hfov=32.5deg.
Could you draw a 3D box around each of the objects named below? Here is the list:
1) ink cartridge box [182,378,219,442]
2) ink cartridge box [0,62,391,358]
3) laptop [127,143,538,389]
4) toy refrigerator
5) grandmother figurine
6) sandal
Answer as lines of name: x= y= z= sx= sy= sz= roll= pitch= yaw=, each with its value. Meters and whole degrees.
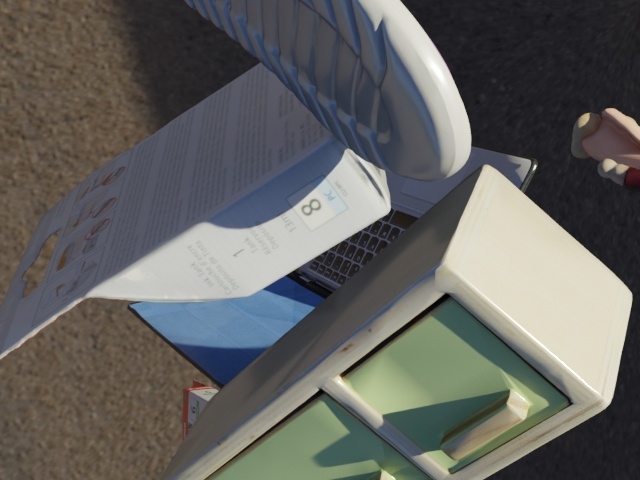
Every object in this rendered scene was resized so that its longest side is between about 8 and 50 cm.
ink cartridge box: x=-0.106 y=0.166 z=0.991 sx=0.029 sy=0.115 sz=0.063 roll=-1 pitch=95 yaw=-29
ink cartridge box: x=-0.123 y=-0.027 z=1.030 sx=0.385 sy=0.308 sz=0.091 roll=-32 pitch=115 yaw=15
laptop: x=0.000 y=0.000 z=1.413 sx=0.236 sy=0.382 sz=0.408 roll=29 pitch=88 yaw=-31
toy refrigerator: x=0.026 y=0.089 z=0.583 sx=0.102 sy=0.094 sz=0.269 roll=41 pitch=130 yaw=-8
grandmother figurine: x=0.496 y=-0.098 z=1.587 sx=0.208 sy=0.342 sz=0.104 roll=-7 pitch=116 yaw=-21
sandal: x=-0.010 y=-0.200 z=0.831 sx=0.102 sy=0.169 sz=0.416 roll=-33 pitch=52 yaw=-17
